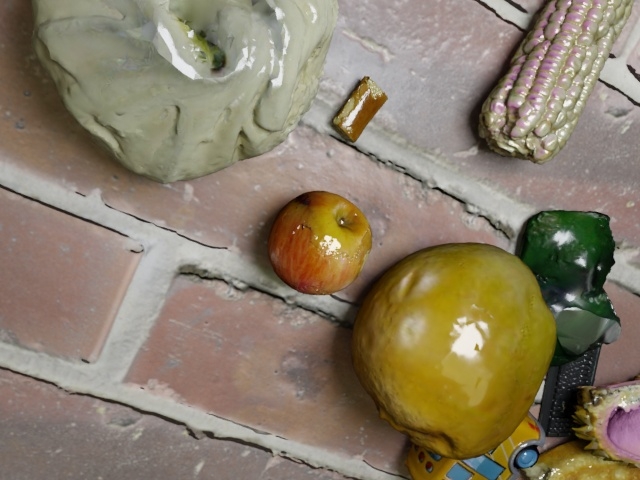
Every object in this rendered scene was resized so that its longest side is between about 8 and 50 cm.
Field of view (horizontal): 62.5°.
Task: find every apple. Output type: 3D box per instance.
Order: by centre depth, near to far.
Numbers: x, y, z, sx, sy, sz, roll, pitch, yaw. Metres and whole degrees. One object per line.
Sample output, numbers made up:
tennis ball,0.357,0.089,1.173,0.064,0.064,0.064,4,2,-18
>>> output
apple,0.000,0.000,0.708,0.146,0.146,0.146,-3,104,-11

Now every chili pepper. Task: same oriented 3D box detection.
chili pepper,0.379,0.084,0.822,0.148,0.116,0.264,8,101,-10

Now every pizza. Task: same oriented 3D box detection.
pizza,0.531,0.433,0.957,0.268,0.087,0.258,-34,104,-3

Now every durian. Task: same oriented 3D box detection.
durian,0.573,0.294,0.912,0.341,0.112,0.191,-12,108,-12

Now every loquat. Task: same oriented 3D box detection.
loquat,0.187,0.146,0.731,0.284,0.276,0.276,-37,108,-4

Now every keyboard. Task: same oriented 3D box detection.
keyboard,0.440,0.242,0.922,0.093,0.025,0.230,1,104,-9

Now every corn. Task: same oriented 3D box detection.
corn,0.341,-0.264,0.733,0.126,0.126,0.335,30,93,-17

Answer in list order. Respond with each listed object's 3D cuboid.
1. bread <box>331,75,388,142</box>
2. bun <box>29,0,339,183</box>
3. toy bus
bread,0.054,-0.181,0.733,0.047,0.036,0.083,36,93,-25
bun,-0.144,-0.237,0.588,0.359,0.211,0.360,-3,103,-11
toy bus,0.236,0.332,0.845,0.136,0.126,0.209,34,98,-21
